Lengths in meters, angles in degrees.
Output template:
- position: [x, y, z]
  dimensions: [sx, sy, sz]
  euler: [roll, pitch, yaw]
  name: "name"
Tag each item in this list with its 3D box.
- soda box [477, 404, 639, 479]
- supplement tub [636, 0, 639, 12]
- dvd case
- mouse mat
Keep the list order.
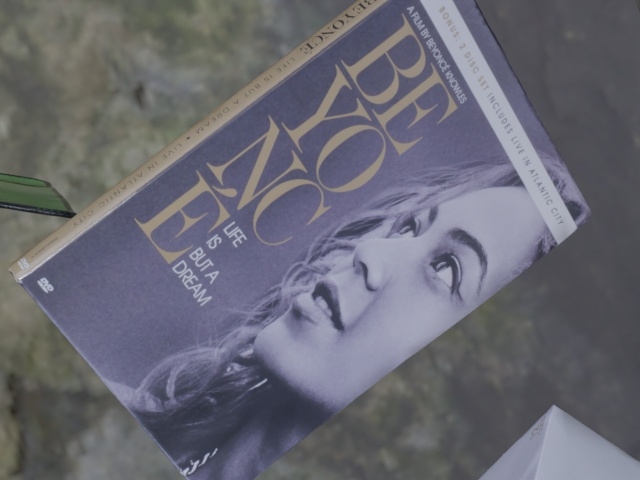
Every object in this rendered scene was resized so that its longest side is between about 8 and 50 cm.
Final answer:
- position: [0.075, 0.162, 0.672]
  dimensions: [0.074, 0.069, 0.216]
  euler: [-52, 9, 36]
  name: "soda box"
- position: [0.237, -0.229, 0.933]
  dimensions: [0.207, 0.207, 0.338]
  euler: [100, 160, -65]
  name: "supplement tub"
- position: [0.000, 0.000, 0.793]
  dimensions: [0.164, 0.221, 0.018]
  euler: [56, 174, -38]
  name: "dvd case"
- position: [-0.199, -0.032, 0.886]
  dimensions: [0.189, 0.152, 0.007]
  euler: [-156, 76, -76]
  name: "mouse mat"
